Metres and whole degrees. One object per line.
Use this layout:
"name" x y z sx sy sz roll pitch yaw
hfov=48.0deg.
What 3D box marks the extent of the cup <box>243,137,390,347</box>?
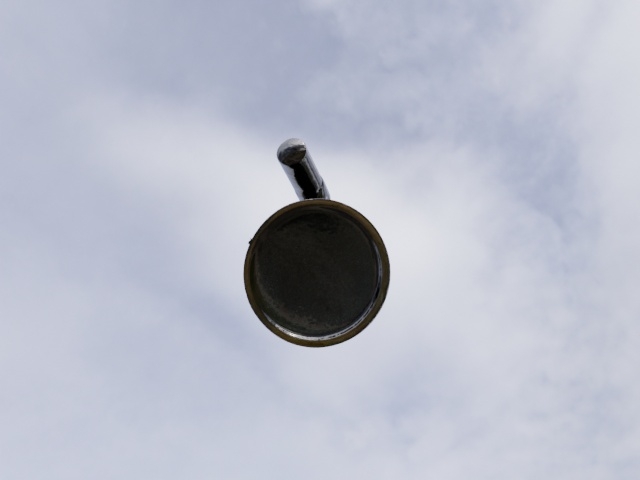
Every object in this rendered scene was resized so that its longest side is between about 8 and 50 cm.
"cup" 0.016 0.006 0.880 0.166 0.177 0.239 9 -93 11
